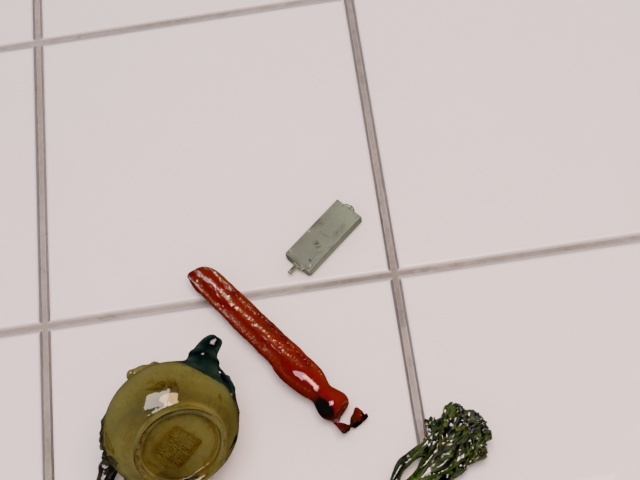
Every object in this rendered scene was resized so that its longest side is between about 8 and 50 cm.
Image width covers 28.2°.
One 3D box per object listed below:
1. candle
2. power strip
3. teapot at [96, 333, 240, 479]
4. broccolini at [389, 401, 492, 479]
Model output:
[{"bbox_3d":[-0.068,0.141,1.735,0.048,0.051,0.329,-45,66,-6],"label":"candle"},{"bbox_3d":[0.000,0.000,1.819,0.051,0.019,0.136,36,71,19],"label":"power strip"},{"bbox_3d":[-0.210,0.238,1.655,0.269,0.173,0.182,-52,30,6],"label":"teapot"},{"bbox_3d":[0.138,0.293,1.629,0.091,0.068,0.202,43,74,3],"label":"broccolini"}]
